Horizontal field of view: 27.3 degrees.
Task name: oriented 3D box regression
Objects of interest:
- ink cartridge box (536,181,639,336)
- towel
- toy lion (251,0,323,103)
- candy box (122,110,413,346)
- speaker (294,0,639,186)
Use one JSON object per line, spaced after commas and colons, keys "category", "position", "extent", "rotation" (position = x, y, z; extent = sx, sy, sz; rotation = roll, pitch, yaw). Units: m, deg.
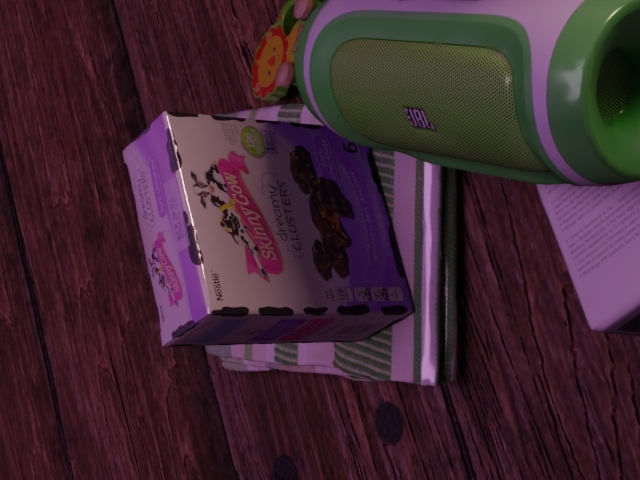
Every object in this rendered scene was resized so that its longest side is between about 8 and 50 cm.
{"category": "ink cartridge box", "position": [0.243, -0.106, 0.849], "extent": [0.275, 0.060, 0.239], "rotation": [-44, 50, 41]}
{"category": "towel", "position": [0.000, 0.000, 1.157], "extent": [0.325, 0.038, 0.248], "rotation": [-1, 89, 52]}
{"category": "toy lion", "position": [-0.031, -0.173, 1.190], "extent": [0.096, 0.034, 0.100], "rotation": [24, 99, 60]}
{"category": "candy box", "position": [-0.040, -0.007, 1.019], "extent": [0.070, 0.196, 0.165], "rotation": [-34, 63, 46]}
{"category": "speaker", "position": [0.107, -0.112, 0.883], "extent": [0.296, 0.131, 0.131], "rotation": [16, 103, 54]}
